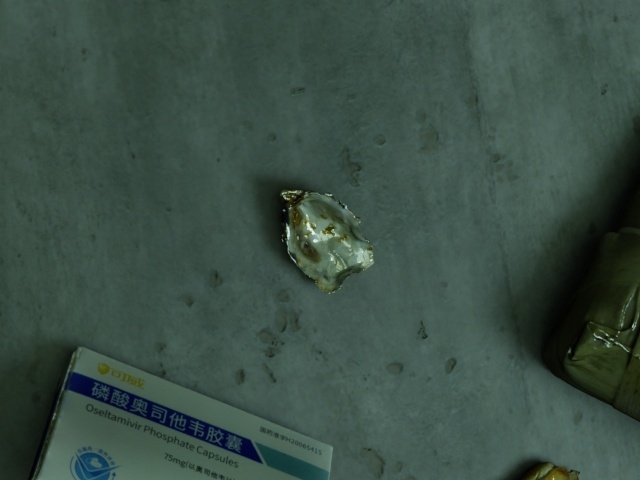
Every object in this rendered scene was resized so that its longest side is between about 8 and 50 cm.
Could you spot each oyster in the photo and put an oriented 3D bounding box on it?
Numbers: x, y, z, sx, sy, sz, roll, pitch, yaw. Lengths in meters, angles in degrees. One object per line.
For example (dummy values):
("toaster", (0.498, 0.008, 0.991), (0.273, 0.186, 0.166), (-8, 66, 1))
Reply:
("oyster", (-0.001, -0.010, 1.686), (0.103, 0.051, 0.148), (-34, 115, -14))

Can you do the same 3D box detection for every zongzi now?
("zongzi", (0.595, 0.073, 1.698), (0.500, 0.218, 0.467), (30, 85, 10))

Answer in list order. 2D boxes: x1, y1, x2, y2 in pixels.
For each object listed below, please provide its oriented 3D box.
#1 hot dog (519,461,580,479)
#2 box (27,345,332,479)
("hot dog", (0.245, 0.394, 1.753), (0.269, 0.072, 0.109), (-45, 99, -10))
("box", (-0.158, 0.274, 1.593), (0.343, 0.065, 0.200), (23, 43, -14))
